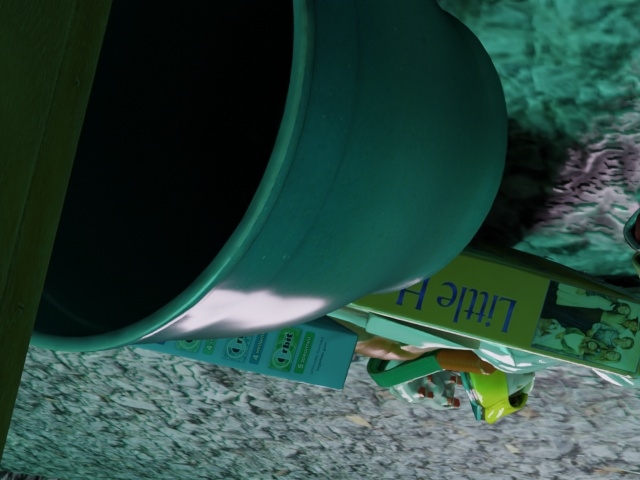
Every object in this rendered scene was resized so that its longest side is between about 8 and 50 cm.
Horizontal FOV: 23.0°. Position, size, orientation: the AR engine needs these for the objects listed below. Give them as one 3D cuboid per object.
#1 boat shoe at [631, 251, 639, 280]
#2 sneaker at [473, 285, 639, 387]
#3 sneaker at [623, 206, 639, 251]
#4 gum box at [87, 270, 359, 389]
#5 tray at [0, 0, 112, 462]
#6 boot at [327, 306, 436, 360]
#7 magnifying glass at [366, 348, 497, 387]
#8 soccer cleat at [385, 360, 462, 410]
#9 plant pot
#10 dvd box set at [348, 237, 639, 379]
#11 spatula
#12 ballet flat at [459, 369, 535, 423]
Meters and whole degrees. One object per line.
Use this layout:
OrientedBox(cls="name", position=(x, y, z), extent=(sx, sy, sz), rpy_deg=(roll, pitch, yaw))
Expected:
OrientedBox(cls="boat shoe", position=(0.332, 0.027, 1.240), extent=(0.190, 0.068, 0.072), rpy_deg=(-7, 144, 42))
OrientedBox(cls="sneaker", position=(0.237, 0.069, 1.406), extent=(0.232, 0.090, 0.115), rpy_deg=(7, 158, -21))
OrientedBox(cls="sneaker", position=(0.284, -0.006, 1.194), extent=(0.067, 0.042, 0.118), rpy_deg=(19, 163, -34))
OrientedBox(cls="gum box", position=(-0.092, 0.039, 1.000), extent=(0.184, 0.041, 0.157), rpy_deg=(14, -174, -28))
OrientedBox(cls="tray", position=(-0.191, -0.085, 0.612), extent=(0.203, 0.411, 0.076), rpy_deg=(18, 160, -21))
OrientedBox(cls="boot", position=(-0.016, 0.061, 1.464), extent=(0.295, 0.104, 0.211), rpy_deg=(19, 160, -37))
OrientedBox(cls="magnifying glass", position=(0.113, 0.110, 1.532), extent=(0.026, 0.092, 0.231), rpy_deg=(53, 162, -14))
OrientedBox(cls="soccer cleat", position=(0.097, 0.151, 1.743), extent=(0.076, 0.068, 0.196), rpy_deg=(5, 165, 24))
OrientedBox(cls="plant pot", position=(-0.037, -0.067, 0.862), extent=(0.271, 0.272, 0.255), rpy_deg=(-4, 171, 37))
OrientedBox(cls="dvd box set", position=(0.000, 0.000, 1.171), extent=(0.420, 0.062, 0.307), rpy_deg=(15, -176, -14))
OrientedBox(cls="spatula", position=(0.007, 0.040, 1.201), extent=(0.242, 0.019, 0.168), rpy_deg=(18, -171, 7))
OrientedBox(cls="ballet flat", position=(0.191, 0.145, 1.681), extent=(0.077, 0.077, 0.231), rpy_deg=(-14, 162, 5))
